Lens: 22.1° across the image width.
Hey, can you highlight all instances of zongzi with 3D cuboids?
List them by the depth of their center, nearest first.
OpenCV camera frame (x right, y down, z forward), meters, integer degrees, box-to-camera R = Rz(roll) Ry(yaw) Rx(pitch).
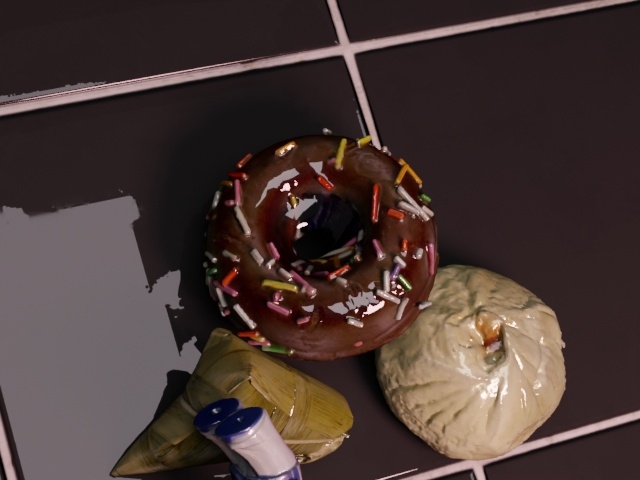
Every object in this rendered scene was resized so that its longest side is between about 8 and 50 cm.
[{"bbox_3d":[-0.083,0.212,1.724,0.205,0.204,0.094,30,19,-39],"label":"zongzi"}]

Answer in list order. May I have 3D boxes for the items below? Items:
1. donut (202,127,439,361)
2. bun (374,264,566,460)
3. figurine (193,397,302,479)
[{"bbox_3d":[0.000,0.000,1.749,0.270,0.103,0.269,-1,66,2],"label":"donut"},{"bbox_3d":[0.172,0.123,1.791,0.220,0.134,0.220,4,72,-13],"label":"bun"},{"bbox_3d":[-0.043,0.278,1.645,0.133,0.194,0.274,-36,95,-31],"label":"figurine"}]
